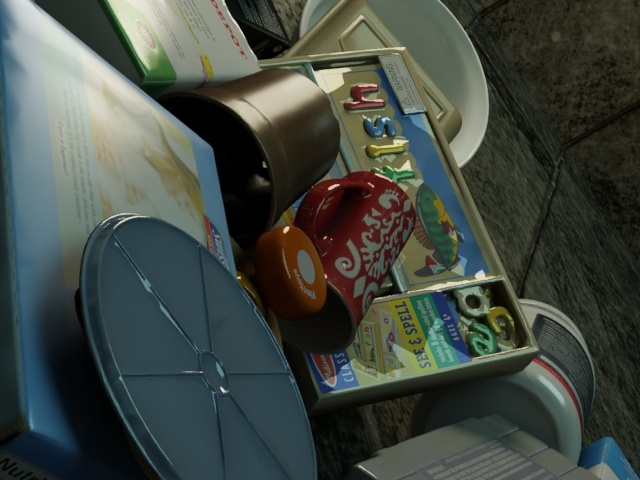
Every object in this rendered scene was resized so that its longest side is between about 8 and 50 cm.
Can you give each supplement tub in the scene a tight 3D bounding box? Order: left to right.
[{"bbox_3d":[0.221,0.186,1.783,0.191,0.191,0.272,57,21,-4],"label":"supplement tub"}]

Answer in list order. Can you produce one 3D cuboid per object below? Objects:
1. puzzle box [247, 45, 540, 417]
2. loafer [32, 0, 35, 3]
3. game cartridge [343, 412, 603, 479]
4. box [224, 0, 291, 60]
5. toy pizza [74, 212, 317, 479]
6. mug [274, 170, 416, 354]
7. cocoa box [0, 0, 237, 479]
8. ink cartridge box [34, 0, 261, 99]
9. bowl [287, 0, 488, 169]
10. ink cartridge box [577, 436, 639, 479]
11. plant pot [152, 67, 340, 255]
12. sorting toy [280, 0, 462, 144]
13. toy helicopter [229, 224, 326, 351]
[{"bbox_3d":[0.039,-0.024,1.634,0.272,0.052,0.409,-10,64,-26],"label":"puzzle box"},{"bbox_3d":[-0.288,-0.187,1.230,0.319,0.112,0.111,61,12,4],"label":"loafer"},{"bbox_3d":[0.180,0.263,1.456,0.230,0.068,0.355,27,14,24],"label":"game cartridge"},{"bbox_3d":[-0.159,-0.327,1.743,0.261,0.103,0.184,66,17,17],"label":"box"},{"bbox_3d":[-0.069,0.078,0.819,0.201,0.032,0.201,49,22,-29],"label":"toy pizza"},{"bbox_3d":[0.026,0.006,1.490,0.113,0.150,0.169,33,49,4],"label":"mug"},{"bbox_3d":[-0.193,0.062,0.930,0.231,0.228,0.347,38,29,-44],"label":"cocoa box"},{"bbox_3d":[-0.195,-0.214,1.476,0.201,0.117,0.278,61,20,4],"label":"ink cartridge box"},{"bbox_3d":[0.063,-0.192,1.956,0.297,0.134,0.298,15,62,-30],"label":"bowl"},{"bbox_3d":[0.316,0.436,1.688,0.285,0.166,0.395,57,20,-4],"label":"ink cartridge box"},{"bbox_3d":[-0.072,-0.084,1.450,0.167,0.167,0.165,58,38,-2],"label":"plant pot"},{"bbox_3d":[0.029,-0.135,1.800,0.229,0.041,0.307,51,51,-13],"label":"sorting toy"},{"bbox_3d":[-0.134,0.036,1.225,0.355,0.140,0.235,49,32,-41],"label":"toy helicopter"}]
